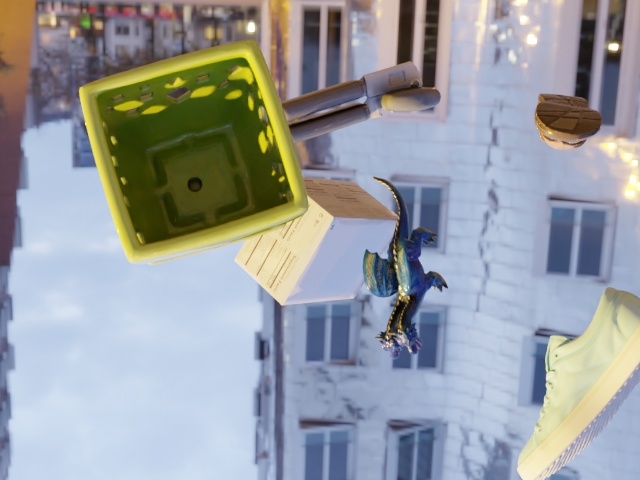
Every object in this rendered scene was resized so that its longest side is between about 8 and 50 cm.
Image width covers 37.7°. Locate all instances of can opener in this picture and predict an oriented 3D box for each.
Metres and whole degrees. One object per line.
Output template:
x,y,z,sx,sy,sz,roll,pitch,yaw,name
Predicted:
0.057,-0.220,1.488,0.280,0.074,0.093,-19,-161,-21,can opener

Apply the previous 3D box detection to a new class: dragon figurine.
0.126,0.044,1.511,0.085,0.289,0.144,-5,-166,36,dragon figurine

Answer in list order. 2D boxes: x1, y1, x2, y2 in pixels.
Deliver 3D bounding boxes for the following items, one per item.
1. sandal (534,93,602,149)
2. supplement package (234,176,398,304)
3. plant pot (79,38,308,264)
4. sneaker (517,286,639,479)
0.326,-0.157,1.273,0.089,0.060,0.219,10,-161,4,sandal
0.000,0.000,1.839,0.145,0.204,0.261,40,-159,27,supplement package
-0.156,-0.093,1.188,0.228,0.227,0.207,-16,173,-8,plant pot
0.430,0.240,1.583,0.150,0.366,0.135,42,-171,31,sneaker
